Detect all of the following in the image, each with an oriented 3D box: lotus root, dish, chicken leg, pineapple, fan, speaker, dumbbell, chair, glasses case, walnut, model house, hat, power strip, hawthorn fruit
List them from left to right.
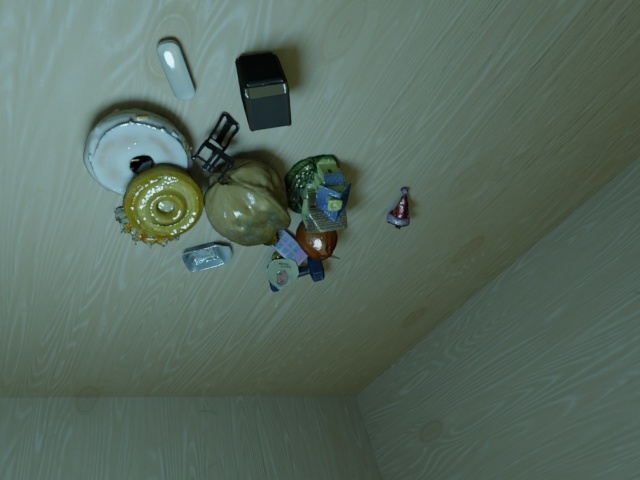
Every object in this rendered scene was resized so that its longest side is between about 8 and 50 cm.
[{"bbox_3d":[-0.679,-0.038,1.801,0.344,0.209,0.286,-19,139,-3],"label":"pineapple"},{"bbox_3d":[-0.491,-0.578,1.407,0.080,0.051,0.204,-14,139,-6],"label":"glasses case"},{"bbox_3d":[-0.567,0.070,2.073,0.234,0.064,0.154,-14,139,-6],"label":"dish"},{"bbox_3d":[-0.376,-0.360,1.571,0.229,0.113,0.106,-55,144,-1],"label":"chair"},{"bbox_3d":[-0.307,-0.152,1.734,0.383,0.384,0.384,-11,139,-10],"label":"walnut"},{"bbox_3d":[-0.280,-0.053,2.000,0.120,0.120,0.209,-34,109,16],"label":"lotus root"},{"bbox_3d":[-0.201,-0.521,1.447,0.153,0.231,0.193,-11,138,-10],"label":"speaker"},{"bbox_3d":[-0.215,0.236,2.218,0.182,0.010,0.310,4,114,-16],"label":"fan"},{"bbox_3d":[-0.185,0.067,2.227,0.178,0.070,0.093,-41,120,6],"label":"chicken leg"},{"bbox_3d":[-0.176,0.032,2.155,0.109,0.037,0.279,-45,126,0],"label":"power strip"},{"bbox_3d":[-0.139,0.180,2.305,0.316,0.157,0.144,-13,168,-7],"label":"dumbbell"},{"bbox_3d":[-0.006,-0.183,1.874,0.261,0.266,0.321,-8,138,-19],"label":"model house"},{"bbox_3d":[0.000,0.000,2.067,0.210,0.262,0.210,-30,156,-15],"label":"hawthorn fruit"},{"bbox_3d":[0.434,-0.178,2.191,0.140,0.128,0.228,-35,141,-53],"label":"hat"}]

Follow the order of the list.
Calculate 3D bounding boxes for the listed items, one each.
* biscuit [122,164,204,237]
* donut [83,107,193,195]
[{"bbox_3d":[-0.587,-0.138,1.562,0.296,0.102,0.297,-17,130,-22],"label":"biscuit"},{"bbox_3d":[-0.673,-0.321,1.544,0.382,0.143,0.383,-11,138,-10],"label":"donut"}]
